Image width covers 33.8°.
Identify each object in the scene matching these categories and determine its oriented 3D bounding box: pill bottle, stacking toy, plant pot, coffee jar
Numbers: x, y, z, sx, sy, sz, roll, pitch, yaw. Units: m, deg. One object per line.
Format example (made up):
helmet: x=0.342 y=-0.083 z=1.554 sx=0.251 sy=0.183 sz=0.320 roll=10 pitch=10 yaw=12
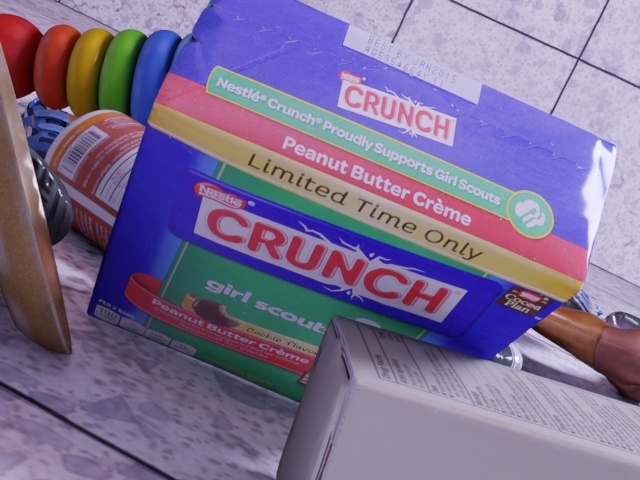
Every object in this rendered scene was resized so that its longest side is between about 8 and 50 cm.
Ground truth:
pill bottle: x=-0.150 y=-0.027 z=0.979 sx=0.216 sy=0.121 sz=0.121 roll=32 pitch=13 yaw=31
stacking toy: x=-0.209 y=-0.168 z=1.087 sx=0.330 sy=0.141 sz=0.141 roll=11 pitch=10 yaw=2
plant pot: x=-0.208 y=-0.035 z=0.705 sx=0.032 sy=0.236 sz=0.236 roll=-14 pitch=22 yaw=-11
coffee jar: x=0.477 y=0.160 z=1.589 sx=0.079 sy=0.096 sz=0.184 roll=36 pitch=15 yaw=32

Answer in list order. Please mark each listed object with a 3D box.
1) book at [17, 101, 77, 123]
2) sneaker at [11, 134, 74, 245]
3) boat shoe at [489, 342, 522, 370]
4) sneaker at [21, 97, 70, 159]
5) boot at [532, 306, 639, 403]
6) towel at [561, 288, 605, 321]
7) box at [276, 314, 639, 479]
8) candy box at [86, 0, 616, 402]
book: x=-0.332 y=-0.142 z=1.370 sx=0.144 sy=0.035 sz=0.096 roll=28 pitch=14 yaw=14
sneaker: x=-0.330 y=-0.078 z=0.873 sx=0.286 sy=0.109 sz=0.130 roll=27 pitch=4 yaw=0
boat shoe: x=0.197 y=0.118 z=1.278 sx=0.040 sy=0.049 sz=0.142 roll=20 pitch=14 yaw=-24
sneaker: x=-0.323 y=-0.129 z=1.246 sx=0.053 sy=0.059 sz=0.144 roll=20 pitch=12 yaw=-38
boot: x=0.325 y=0.131 z=1.385 sx=0.280 sy=0.096 sz=0.264 roll=20 pitch=1 yaw=9
towel: x=0.253 y=0.055 z=1.421 sx=0.209 sy=0.034 sz=0.285 roll=8 pitch=-15 yaw=30
box: x=0.138 y=0.158 z=0.636 sx=0.311 sy=0.121 sz=0.148 roll=17 pitch=9 yaw=-6
candy box: x=0.000 y=0.000 z=0.731 sx=0.268 sy=0.122 sz=0.317 roll=23 pitch=-32 yaw=-7
